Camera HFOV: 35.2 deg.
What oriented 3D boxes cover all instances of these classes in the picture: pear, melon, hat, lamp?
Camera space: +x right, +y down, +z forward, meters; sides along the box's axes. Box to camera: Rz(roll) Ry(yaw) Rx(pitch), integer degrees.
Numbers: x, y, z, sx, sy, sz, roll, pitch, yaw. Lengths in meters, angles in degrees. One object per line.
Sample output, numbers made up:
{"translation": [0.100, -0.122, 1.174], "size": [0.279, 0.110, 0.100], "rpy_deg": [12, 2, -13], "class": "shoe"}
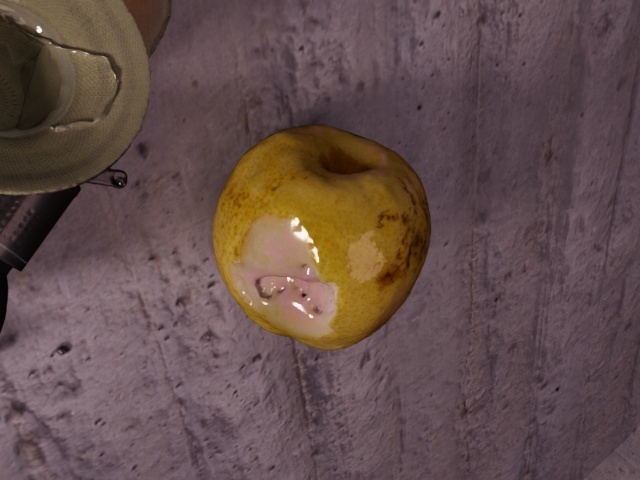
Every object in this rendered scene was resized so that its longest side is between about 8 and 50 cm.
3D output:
{"translation": [0.000, 0.000, 1.200], "size": [0.271, 0.271, 0.271], "rpy_deg": [-29, 139, -29], "class": "pear"}
{"translation": [-0.207, -0.192, 0.988], "size": [0.182, 0.054, 0.098], "rpy_deg": [-33, 126, -26], "class": "melon"}
{"translation": [-0.283, -0.138, 0.867], "size": [0.252, 0.252, 0.110], "rpy_deg": [-22, 175, -36], "class": "hat"}
{"translation": [-0.317, -0.017, 0.942], "size": [0.172, 0.147, 0.227], "rpy_deg": [37, 78, -29], "class": "lamp"}
